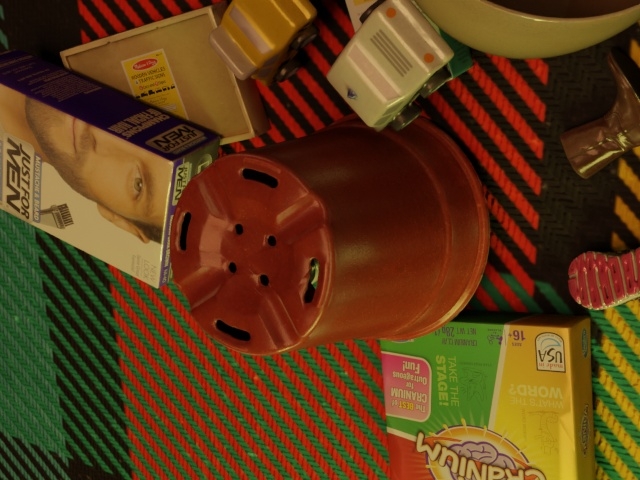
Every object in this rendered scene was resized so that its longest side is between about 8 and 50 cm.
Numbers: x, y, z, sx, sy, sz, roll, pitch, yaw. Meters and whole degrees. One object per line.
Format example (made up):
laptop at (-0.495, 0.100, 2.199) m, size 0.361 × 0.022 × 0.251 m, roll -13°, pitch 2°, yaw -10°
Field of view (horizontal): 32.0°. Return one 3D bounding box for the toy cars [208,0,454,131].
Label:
toy cars at (-0.012, -0.189, 1.157) m, size 0.394 × 0.087 × 0.176 m, roll 29°, pitch 152°, yaw 48°

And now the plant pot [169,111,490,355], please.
plant pot at (0.000, 0.000, 1.186) m, size 0.272 × 0.265 × 0.272 m, roll 6°, pitch 101°, yaw 33°

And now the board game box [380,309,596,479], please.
board game box at (0.196, 0.241, 1.298) m, size 0.242 × 0.064 × 0.316 m, roll 0°, pitch 99°, yaw 33°

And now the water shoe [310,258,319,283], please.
water shoe at (-0.087, 0.048, 1.423) m, size 0.203 × 0.080 × 0.073 m, roll -12°, pitch 106°, yaw 37°

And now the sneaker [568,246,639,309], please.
sneaker at (0.330, 0.035, 1.157) m, size 0.170 × 0.075 × 0.063 m, roll -21°, pitch 74°, yaw 58°

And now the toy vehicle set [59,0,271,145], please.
toy vehicle set at (-0.200, -0.191, 1.411) m, size 0.267 × 0.035 × 0.166 m, roll -7°, pitch 108°, yaw 35°

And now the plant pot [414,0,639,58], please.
plant pot at (0.183, -0.276, 1.002) m, size 0.284 × 0.284 × 0.191 m, roll 42°, pitch 164°, yaw 9°

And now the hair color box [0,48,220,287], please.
hair color box at (-0.302, -0.097, 1.431) m, size 0.339 × 0.110 × 0.185 m, roll 24°, pitch 122°, yaw 20°

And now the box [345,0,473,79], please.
box at (0.075, -0.282, 1.170) m, size 0.101 × 0.060 × 0.244 m, roll -7°, pitch 108°, yaw 36°

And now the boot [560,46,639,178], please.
boot at (0.280, -0.126, 1.131) m, size 0.114 × 0.037 × 0.106 m, roll -28°, pitch 93°, yaw 43°
